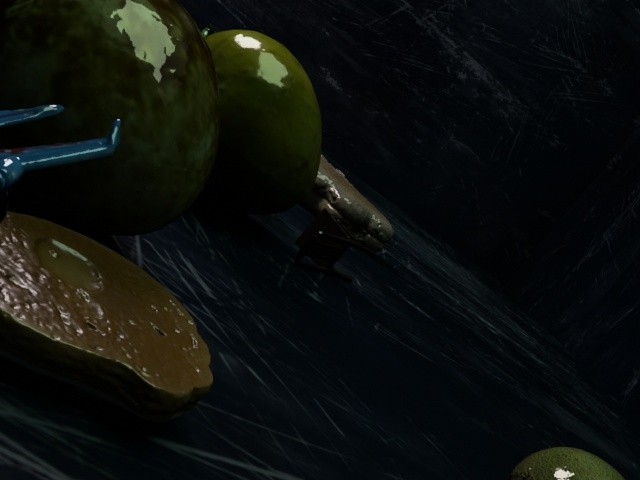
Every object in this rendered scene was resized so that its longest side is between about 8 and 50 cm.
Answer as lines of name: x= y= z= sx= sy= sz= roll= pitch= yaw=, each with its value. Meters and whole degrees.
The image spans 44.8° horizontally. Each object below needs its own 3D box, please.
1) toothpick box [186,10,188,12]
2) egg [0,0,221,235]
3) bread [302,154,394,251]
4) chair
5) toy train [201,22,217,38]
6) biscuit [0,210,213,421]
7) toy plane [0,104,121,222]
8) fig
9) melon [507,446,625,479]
toothpick box: x=-0.457 y=-0.486 z=1.652 sx=0.190 sy=0.187 sz=0.308 roll=41 pitch=14 yaw=10
egg: x=-0.211 y=-0.135 z=0.755 sx=0.289 sy=0.238 sz=0.238 roll=51 pitch=15 yaw=25
bread: x=0.025 y=-0.100 z=1.844 sx=0.337 sy=0.102 sz=0.183 roll=43 pitch=15 yaw=12
chair: x=0.000 y=0.000 z=1.351 sx=0.101 sy=0.084 sz=0.212 roll=48 pitch=14 yaw=30
toy train: x=-0.245 y=-0.345 z=1.673 sx=0.145 sy=0.202 sz=0.266 roll=35 pitch=11 yaw=-25
biscuit: x=-0.178 y=0.053 z=0.566 sx=0.208 sy=0.049 sz=0.181 roll=29 pitch=14 yaw=-27
toy plane: x=-0.259 y=-0.042 z=0.464 sx=0.254 sy=0.105 sz=0.271 roll=2 pitch=31 yaw=2
fig: x=-0.110 y=-0.158 z=1.206 sx=0.258 sy=0.258 sz=0.326 roll=46 pitch=-4 yaw=38
melon: x=0.261 y=0.290 z=0.803 sx=0.139 sy=0.139 sz=0.192 roll=35 pitch=15 yaw=-17
